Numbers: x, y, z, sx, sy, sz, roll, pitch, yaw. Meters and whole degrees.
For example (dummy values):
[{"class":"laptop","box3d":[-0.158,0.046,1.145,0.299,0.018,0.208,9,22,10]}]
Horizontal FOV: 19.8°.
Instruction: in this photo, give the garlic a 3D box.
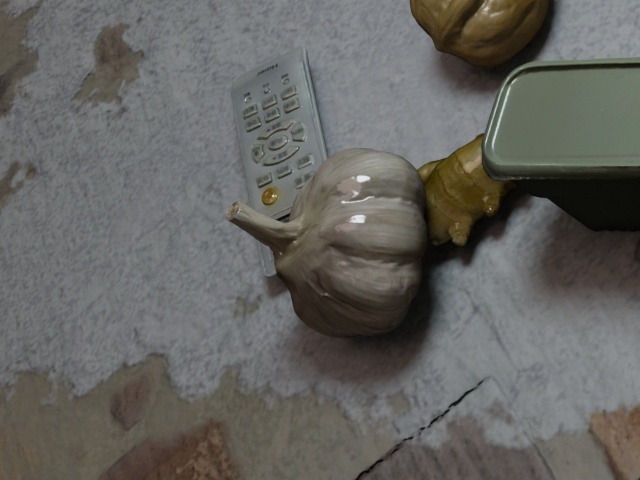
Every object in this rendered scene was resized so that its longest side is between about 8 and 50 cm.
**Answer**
[{"class":"garlic","box3d":[0.000,0.000,2.005,0.218,0.212,0.218,-173,90,-68]}]

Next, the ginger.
[{"class":"ginger","box3d":[0.168,-0.063,2.022,0.205,0.081,0.115,-28,18,34]}]

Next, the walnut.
[{"class":"walnut","box3d":[0.187,-0.282,2.108,0.167,0.149,0.166,-1,81,9]}]

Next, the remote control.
[{"class":"remote control","box3d":[-0.036,-0.096,2.237,0.109,0.055,0.313,-23,55,18]}]

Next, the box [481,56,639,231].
[{"class":"box","box3d":[0.316,-0.085,1.841,0.274,0.178,0.138,3,65,41]}]
